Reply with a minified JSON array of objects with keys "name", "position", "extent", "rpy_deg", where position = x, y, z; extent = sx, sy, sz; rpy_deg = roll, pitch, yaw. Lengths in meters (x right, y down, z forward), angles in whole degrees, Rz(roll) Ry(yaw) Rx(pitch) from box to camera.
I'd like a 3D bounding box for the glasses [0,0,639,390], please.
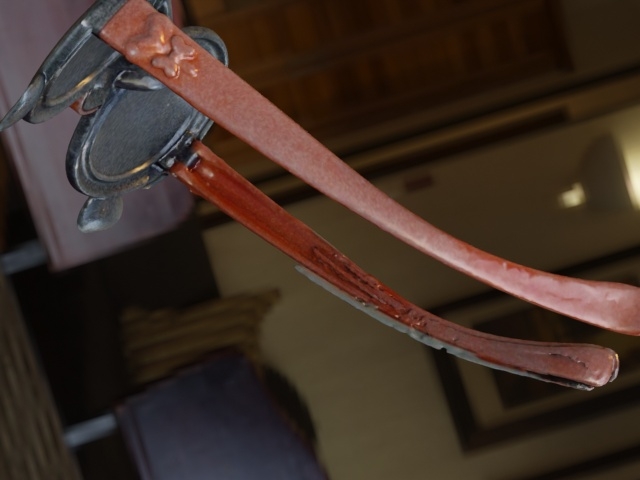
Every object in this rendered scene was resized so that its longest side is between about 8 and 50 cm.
[{"name":"glasses","position":[0.000,0.000,0.803],"extent":[0.268,0.118,0.234],"rpy_deg":[38,-9,10]}]
